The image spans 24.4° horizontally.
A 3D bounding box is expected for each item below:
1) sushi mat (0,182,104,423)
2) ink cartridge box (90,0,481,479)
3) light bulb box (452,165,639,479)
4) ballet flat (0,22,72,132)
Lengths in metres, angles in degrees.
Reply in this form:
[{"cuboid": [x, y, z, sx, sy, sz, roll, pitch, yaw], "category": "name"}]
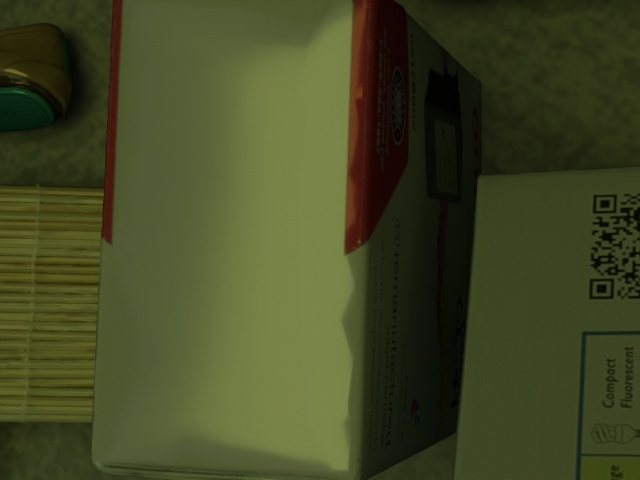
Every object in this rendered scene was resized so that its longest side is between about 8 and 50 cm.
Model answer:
[{"cuboid": [-0.184, 0.039, 0.931, 0.316, 0.019, 0.151, 1, 90, -2], "category": "sushi mat"}, {"cuboid": [0.000, 0.000, 0.777, 0.131, 0.306, 0.226, 1, 88, 17], "category": "ink cartridge box"}, {"cuboid": [0.252, 0.161, 0.667, 0.361, 0.225, 0.358, -2, 58, 18], "category": "light bulb box"}, {"cuboid": [-0.271, -0.101, 0.997, 0.232, 0.080, 0.073, -4, 59, 15], "category": "ballet flat"}]
